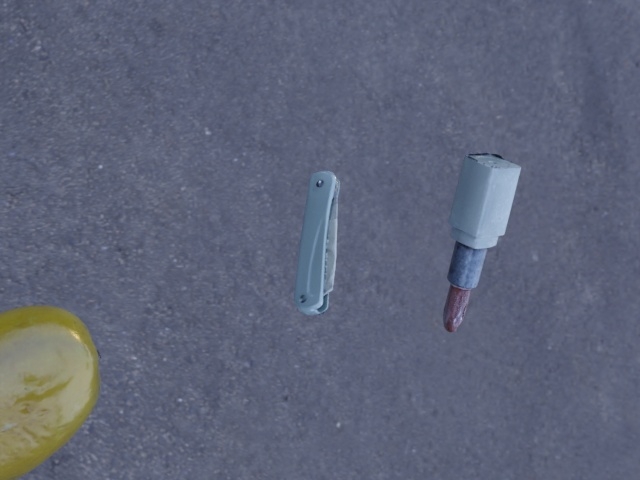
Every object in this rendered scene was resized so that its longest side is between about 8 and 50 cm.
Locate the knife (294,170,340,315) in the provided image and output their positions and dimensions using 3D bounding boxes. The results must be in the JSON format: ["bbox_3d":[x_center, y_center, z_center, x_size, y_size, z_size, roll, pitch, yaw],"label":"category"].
[{"bbox_3d":[0.000,0.000,0.777,0.023,0.044,0.162,36,52,-48],"label":"knife"}]

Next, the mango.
[{"bbox_3d":[-0.278,0.143,0.657,0.195,0.098,0.137,-44,133,0],"label":"mango"}]

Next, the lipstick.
[{"bbox_3d":[0.086,0.005,0.429,0.025,0.025,0.107,-7,116,-37],"label":"lipstick"}]
